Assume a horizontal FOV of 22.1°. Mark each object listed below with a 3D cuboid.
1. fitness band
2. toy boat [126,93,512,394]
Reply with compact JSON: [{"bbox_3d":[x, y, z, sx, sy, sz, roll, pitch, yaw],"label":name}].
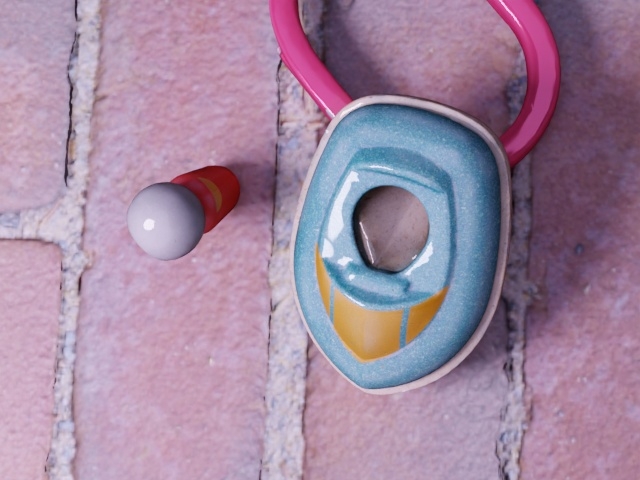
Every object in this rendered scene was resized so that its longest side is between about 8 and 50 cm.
[{"bbox_3d":[0.084,-0.181,1.477,0.209,0.054,0.291,-40,81,-2],"label":"fitness band"},{"bbox_3d":[0.000,0.000,1.392,0.318,0.148,0.267,12,109,17],"label":"toy boat"}]
